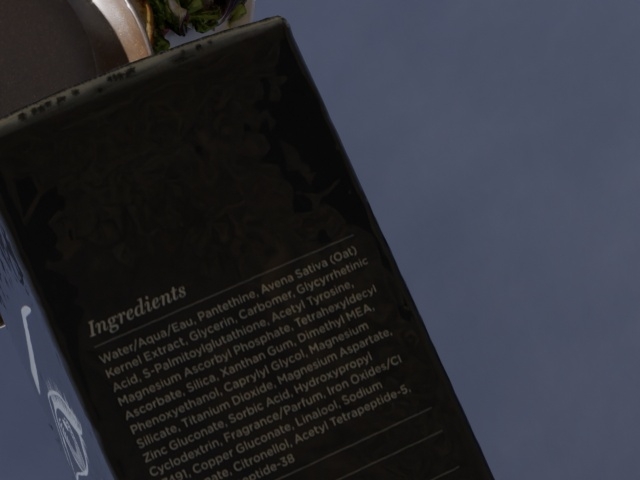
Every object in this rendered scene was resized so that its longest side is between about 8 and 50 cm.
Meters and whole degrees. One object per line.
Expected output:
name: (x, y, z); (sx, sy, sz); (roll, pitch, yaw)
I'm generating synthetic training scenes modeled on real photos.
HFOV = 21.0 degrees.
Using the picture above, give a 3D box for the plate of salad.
plate of salad: (-0.114, -0.203, 1.336); (0.048, 0.200, 0.200); (-3, -111, 43)

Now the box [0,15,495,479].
box: (-0.031, 0.052, 0.576); (0.108, 0.153, 0.207); (-23, -93, -14)

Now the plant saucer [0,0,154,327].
plant saucer: (-0.256, -0.073, 1.165); (0.310, 0.310, 0.050); (-49, -136, -5)
